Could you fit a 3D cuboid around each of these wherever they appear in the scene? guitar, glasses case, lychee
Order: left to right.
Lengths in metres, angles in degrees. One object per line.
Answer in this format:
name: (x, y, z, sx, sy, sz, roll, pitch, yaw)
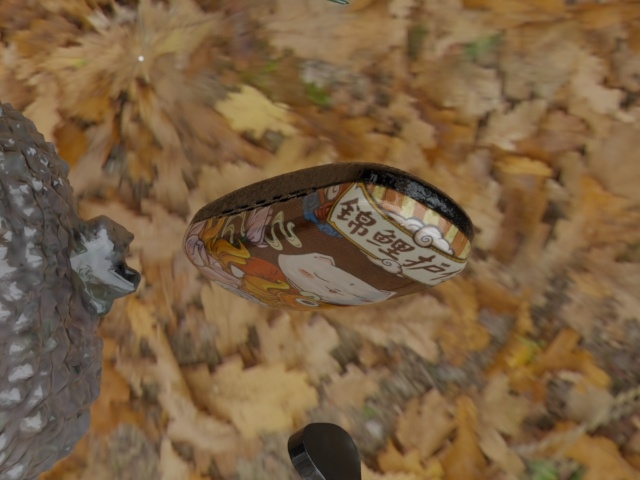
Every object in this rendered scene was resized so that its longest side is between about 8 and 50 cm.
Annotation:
lychee: (-0.365, 0.054, 1.600, 0.432, 0.380, 0.380, -13, 96, -2)
glasses case: (0.000, 0.000, 1.554, 0.122, 0.321, 0.082, 35, 65, -24)
guitar: (0.032, 0.287, 1.878, 0.025, 0.088, 0.233, -33, 67, 29)

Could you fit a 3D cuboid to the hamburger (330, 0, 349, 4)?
hamburger: (0.006, -0.281, 1.239, 0.261, 0.150, 0.276, -6, 81, 21)
